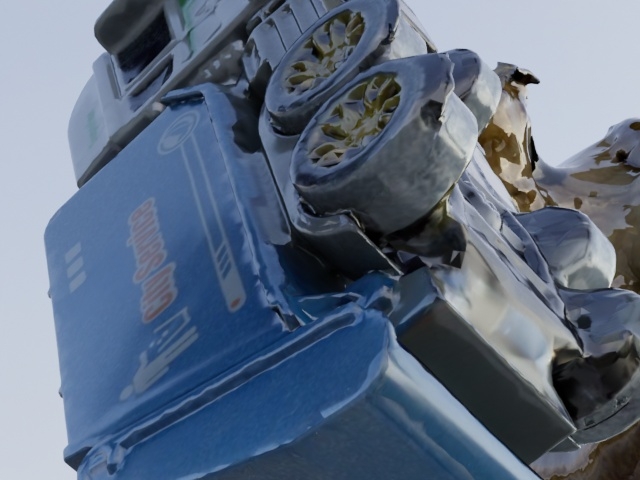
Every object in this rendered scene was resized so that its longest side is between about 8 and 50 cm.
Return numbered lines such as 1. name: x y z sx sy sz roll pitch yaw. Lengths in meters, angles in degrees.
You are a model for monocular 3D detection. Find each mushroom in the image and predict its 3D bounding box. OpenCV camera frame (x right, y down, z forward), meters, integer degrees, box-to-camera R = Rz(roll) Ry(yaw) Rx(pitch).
1. mushroom: 0.155 0.037 1.122 0.254 0.267 0.267 22 -21 12

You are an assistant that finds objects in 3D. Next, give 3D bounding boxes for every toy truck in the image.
1. toy truck: 0.000 0.000 0.709 0.175 0.367 0.146 -39 -63 11
